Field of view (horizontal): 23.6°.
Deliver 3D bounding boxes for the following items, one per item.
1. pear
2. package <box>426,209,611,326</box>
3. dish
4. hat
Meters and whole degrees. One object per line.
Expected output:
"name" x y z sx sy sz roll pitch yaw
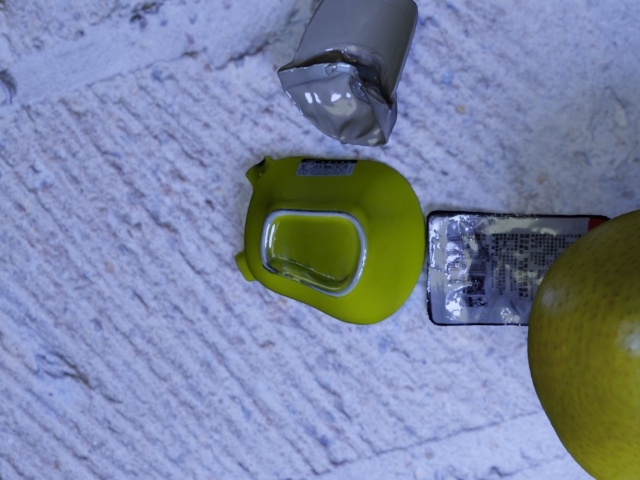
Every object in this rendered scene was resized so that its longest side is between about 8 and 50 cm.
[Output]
"pear" 0.414 0.124 1.720 0.362 0.418 0.362 0 91 14
"package" 0.252 0.041 1.960 0.239 0.030 0.154 3 99 18
"dish" 0.000 0.000 1.995 0.262 0.108 0.221 14 102 15
"hat" 0.057 -0.227 1.972 0.166 0.144 0.173 25 62 21
